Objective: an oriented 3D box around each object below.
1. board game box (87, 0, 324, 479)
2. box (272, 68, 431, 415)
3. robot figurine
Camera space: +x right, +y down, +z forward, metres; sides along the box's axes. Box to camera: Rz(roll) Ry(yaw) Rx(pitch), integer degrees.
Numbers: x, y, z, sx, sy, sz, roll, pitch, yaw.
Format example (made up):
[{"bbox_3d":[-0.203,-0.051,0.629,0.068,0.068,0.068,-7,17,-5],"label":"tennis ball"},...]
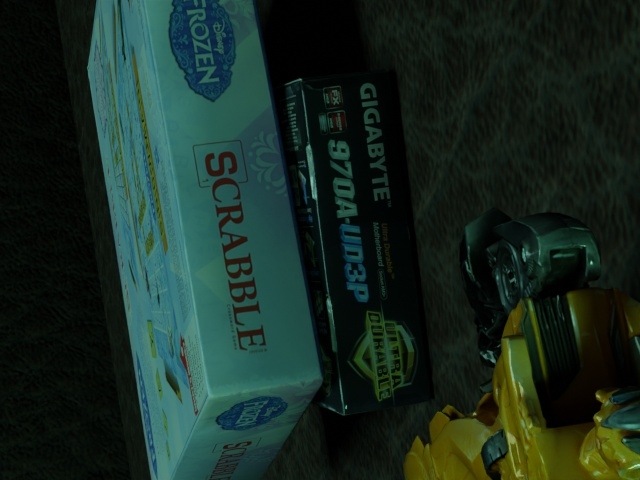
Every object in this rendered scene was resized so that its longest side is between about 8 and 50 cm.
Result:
[{"bbox_3d":[-0.078,-0.025,1.177,0.318,0.066,0.318,118,143,-70],"label":"board game box"},{"bbox_3d":[0.000,0.000,1.112,0.220,0.051,0.175,178,85,-78],"label":"box"},{"bbox_3d":[0.088,0.113,0.696,0.291,0.085,0.211,105,154,-62],"label":"robot figurine"}]
